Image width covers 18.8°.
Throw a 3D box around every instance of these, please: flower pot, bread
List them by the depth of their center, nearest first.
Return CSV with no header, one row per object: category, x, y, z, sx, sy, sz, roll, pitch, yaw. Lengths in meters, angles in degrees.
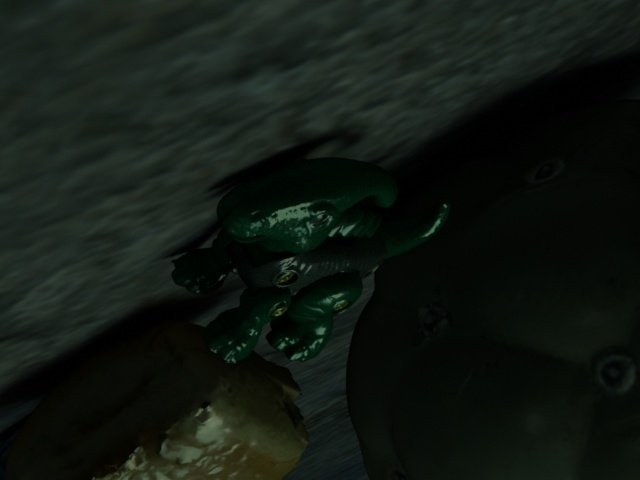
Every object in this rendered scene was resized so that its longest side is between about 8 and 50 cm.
bread,-0.076,0.091,0.871,0.125,0.082,0.106,-39,139,10
flower pot,0.132,0.061,0.896,0.195,0.246,0.246,-37,168,37

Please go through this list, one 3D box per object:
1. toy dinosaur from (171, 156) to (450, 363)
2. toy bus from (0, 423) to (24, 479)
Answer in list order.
toy dinosaur,0.000,0.000,0.753,0.132,0.059,0.096,-8,152,-44
toy bus,-0.108,0.106,0.990,0.061,0.051,0.153,-46,164,19
